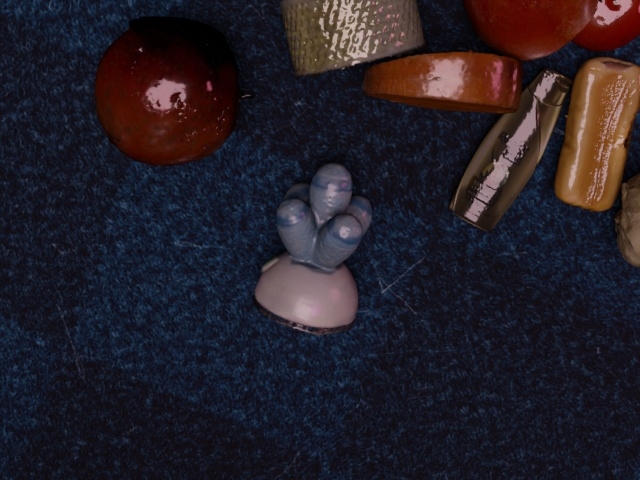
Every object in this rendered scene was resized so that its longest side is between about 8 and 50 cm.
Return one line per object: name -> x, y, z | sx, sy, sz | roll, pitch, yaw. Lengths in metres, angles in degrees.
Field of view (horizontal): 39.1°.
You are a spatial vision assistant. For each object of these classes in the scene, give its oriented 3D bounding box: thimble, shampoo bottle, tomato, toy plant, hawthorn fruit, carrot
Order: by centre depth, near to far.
tomato -> 0.358, -0.491, 1.645 | 0.308, 0.170, 0.309 | 0, 90, 39
thimble -> 0.064, -0.411, 1.706 | 0.270, 0.271, 0.150 | -11, 105, 9
tomato -> 0.544, -0.456, 1.711 | 0.195, 0.136, 0.195 | 2, 109, 5
carrot -> 0.234, -0.304, 1.739 | 0.307, 0.258, 0.100 | 5, 91, 1
hawthorn fruit -> -0.300, -0.298, 1.772 | 0.315, 0.316, 0.316 | 2, 109, 5
shampoo bottle -> 0.394, -0.191, 1.847 | 0.125, 0.084, 0.350 | 29, 108, -3
toy plant -> 0.000, 0.000, 1.880 | 0.247, 0.247, 0.333 | 14, 108, 0

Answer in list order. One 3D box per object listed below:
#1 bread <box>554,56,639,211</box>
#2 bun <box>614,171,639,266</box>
bread -> 0.556, -0.214, 1.818 | 0.141, 0.091, 0.305 | 8, 110, 0
bun -> 0.654, -0.059, 1.818 | 0.127, 0.222, 0.223 | 30, 111, 22
